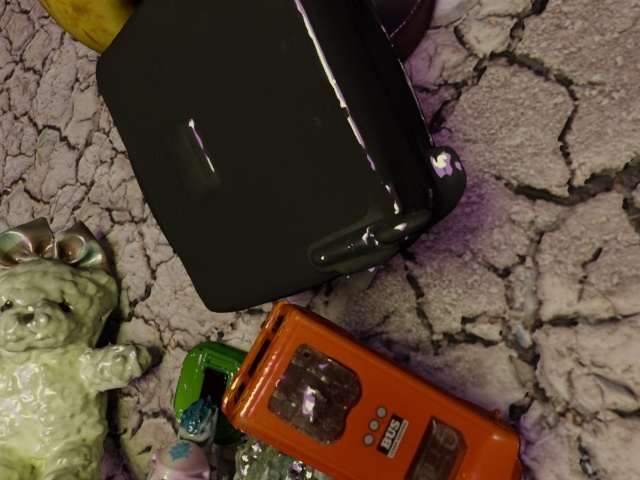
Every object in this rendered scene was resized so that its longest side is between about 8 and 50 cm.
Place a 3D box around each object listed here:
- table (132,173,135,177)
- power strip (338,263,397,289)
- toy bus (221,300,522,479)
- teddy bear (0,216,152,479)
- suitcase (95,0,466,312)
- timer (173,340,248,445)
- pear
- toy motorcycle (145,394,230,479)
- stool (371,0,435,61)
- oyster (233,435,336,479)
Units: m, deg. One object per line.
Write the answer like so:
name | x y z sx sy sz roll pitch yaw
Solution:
table | -0.263 -0.140 0.750 0.063 0.079 0.083 -6 79 20
power strip | 0.000 0.000 0.623 0.227 0.029 0.079 22 93 9
toy bus | 0.074 0.194 0.455 0.329 0.153 0.143 32 75 -7
teddy bear | -0.422 0.181 0.654 0.328 0.375 0.362 2 104 -17
suitcase | -0.062 -0.111 0.484 0.339 0.188 0.345 -23 95 35
timer | -0.158 0.228 0.672 0.128 0.047 0.140 14 90 23
pear | -0.311 -0.421 0.705 0.281 0.281 0.280 -3 82 22
toy motorcycle | -0.172 0.312 0.587 0.108 0.239 0.204 20 62 -6
stool | 0.012 -0.367 0.610 0.272 0.178 0.271 -2 84 22
oyster | -0.034 0.303 0.564 0.162 0.158 0.350 22 74 48
